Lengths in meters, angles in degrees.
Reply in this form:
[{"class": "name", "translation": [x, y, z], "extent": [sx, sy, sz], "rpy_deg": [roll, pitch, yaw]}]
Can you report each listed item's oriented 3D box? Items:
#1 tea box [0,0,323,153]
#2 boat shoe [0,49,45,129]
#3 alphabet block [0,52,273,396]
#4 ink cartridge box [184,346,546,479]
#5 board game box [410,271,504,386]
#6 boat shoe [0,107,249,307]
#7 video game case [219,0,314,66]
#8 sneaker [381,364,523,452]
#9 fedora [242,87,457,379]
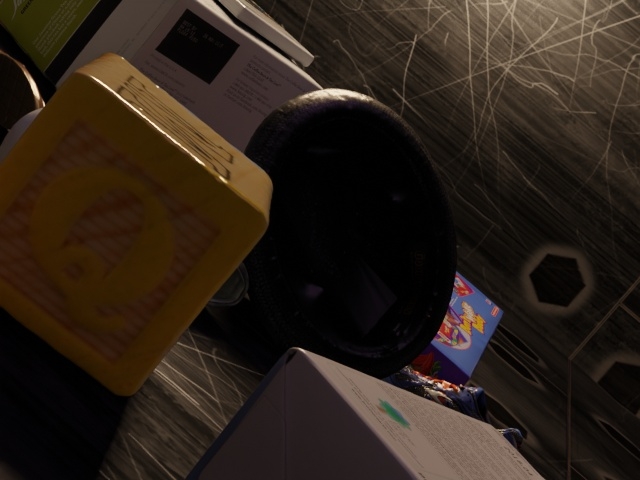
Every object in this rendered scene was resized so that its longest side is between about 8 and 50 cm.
[{"class": "tea box", "translation": [-0.231, -0.270, 2.121], "extent": [0.329, 0.220, 0.323], "rpy_deg": [30, 13, -49]}, {"class": "boat shoe", "translation": [-0.341, -0.170, 1.663], "extent": [0.060, 0.064, 0.178], "rpy_deg": [26, 13, -49]}, {"class": "alphabet block", "translation": [-0.166, -0.020, 1.239], "extent": [0.193, 0.192, 0.197], "rpy_deg": [37, 8, -7]}, {"class": "ink cartridge box", "translation": [0.114, 0.254, 1.145], "extent": [0.270, 0.151, 0.395], "rpy_deg": [46, 12, 34]}, {"class": "board game box", "translation": [0.117, 0.090, 2.055], "extent": [0.233, 0.078, 0.347], "rpy_deg": [41, 18, 4]}, {"class": "boat shoe", "translation": [-0.169, -0.028, 1.475], "extent": [0.119, 0.121, 0.335], "rpy_deg": [41, 6, 36]}, {"class": "video game case", "translation": [-0.110, -0.326, 2.110], "extent": [0.173, 0.022, 0.190], "rpy_deg": [46, 10, 32]}, {"class": "sneaker", "translation": [0.155, 0.198, 1.806], "extent": [0.221, 0.087, 0.083], "rpy_deg": [43, 9, 20]}, {"class": "fedora", "translation": [0.000, 0.000, 1.736], "extent": [0.334, 0.334, 0.152], "rpy_deg": [35, -23, -27]}]
